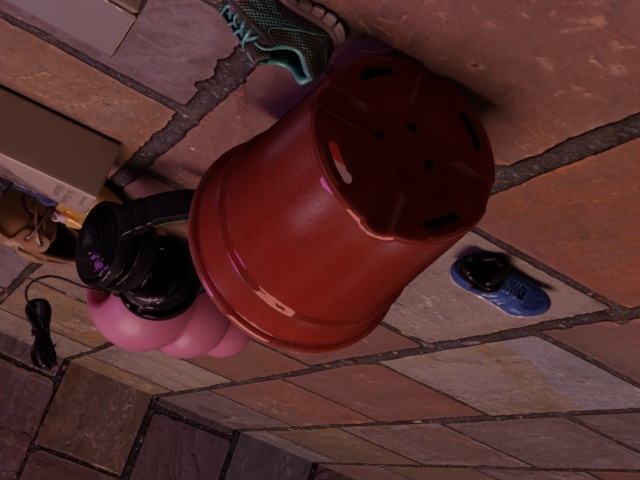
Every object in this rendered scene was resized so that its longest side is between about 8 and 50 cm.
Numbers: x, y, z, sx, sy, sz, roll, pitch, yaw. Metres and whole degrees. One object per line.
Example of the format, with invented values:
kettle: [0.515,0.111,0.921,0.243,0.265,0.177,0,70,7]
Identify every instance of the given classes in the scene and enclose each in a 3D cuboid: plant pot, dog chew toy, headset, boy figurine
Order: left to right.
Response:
boy figurine: [-0.397,-0.050,1.581,0.285,0.092,0.177,31,153,-22]
headset: [-0.281,0.060,1.462,0.394,0.185,0.243,-21,149,14]
dog chew toy: [-0.259,0.124,1.761,0.332,0.206,0.207,25,160,-37]
plant pot: [0.029,-0.044,1.008,0.272,0.272,0.265,25,151,-15]

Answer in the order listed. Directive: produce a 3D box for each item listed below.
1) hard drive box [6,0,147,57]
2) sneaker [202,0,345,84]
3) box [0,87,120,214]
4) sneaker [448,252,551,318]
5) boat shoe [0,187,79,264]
hard drive box: [-0.217,-0.279,0.717,0.232,0.181,0.089,27,158,-18]
sneaker: [-0.058,-0.206,0.905,0.166,0.076,0.065,24,158,-12]
box: [-0.439,-0.144,1.372,0.275,0.094,0.113,26,160,-15]
sneaker: [0.256,0.063,1.324,0.152,0.058,0.084,26,168,2]
boat shoe: [-0.522,-0.036,1.702,0.110,0.121,0.341,10,168,12]
